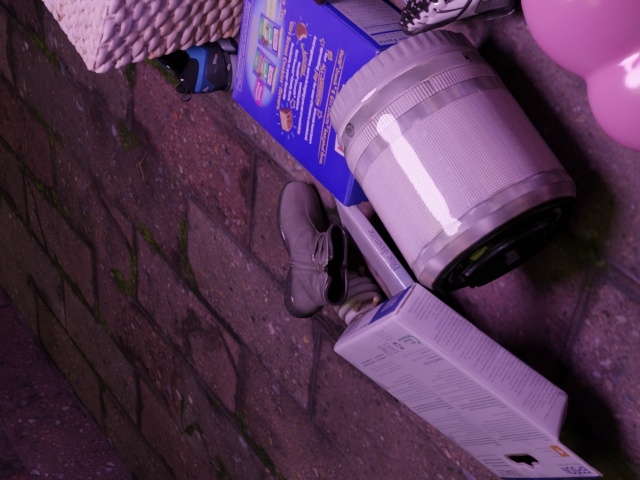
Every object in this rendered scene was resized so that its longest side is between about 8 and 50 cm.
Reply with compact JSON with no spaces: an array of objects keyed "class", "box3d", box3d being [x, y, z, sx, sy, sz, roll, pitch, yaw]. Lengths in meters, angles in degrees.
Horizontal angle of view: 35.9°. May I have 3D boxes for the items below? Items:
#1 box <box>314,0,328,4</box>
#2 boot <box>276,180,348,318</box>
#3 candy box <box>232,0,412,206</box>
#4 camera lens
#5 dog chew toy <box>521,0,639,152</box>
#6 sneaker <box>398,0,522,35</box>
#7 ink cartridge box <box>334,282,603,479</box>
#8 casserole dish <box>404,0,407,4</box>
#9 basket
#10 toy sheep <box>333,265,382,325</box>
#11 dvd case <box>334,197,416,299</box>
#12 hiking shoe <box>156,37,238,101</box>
[{"class":"box","box3d":[-0.025,-0.453,1.279,0.168,0.167,0.203,51,-172,30]},{"class":"boot","box3d":[0.000,0.000,1.609,0.161,0.083,0.246,147,123,-59]},{"class":"candy box","box3d":[0.009,-0.250,1.465,0.317,0.122,0.268,48,141,34]},{"class":"camera lens","box3d":[0.162,-0.091,1.217,0.274,0.219,0.219,59,147,18]},{"class":"dog chew toy","box3d":[0.333,-0.177,0.937,0.332,0.206,0.206,61,149,1]},{"class":"sneaker","box3d":[0.188,-0.295,1.175,0.234,0.106,0.078,-32,37,52]},{"class":"ink cartridge box","box3d":[0.197,0.204,1.354,0.330,0.071,0.324,36,161,-3]},{"class":"casserole dish","box3d":[0.157,-0.368,1.249,0.114,0.037,0.188,60,148,16]},{"class":"basket","box3d":[-0.272,-0.494,1.582,0.266,0.328,0.331,55,146,16]},{"class":"toy sheep","box3d":[0.058,0.092,1.616,0.091,0.091,0.132,116,141,-50]},{"class":"dvd case","box3d":[0.104,0.052,1.506,0.253,0.022,0.180,54,172,25]},{"class":"hiking shoe","box3d":[-0.260,-0.388,1.797,0.304,0.132,0.113,55,145,25]}]
